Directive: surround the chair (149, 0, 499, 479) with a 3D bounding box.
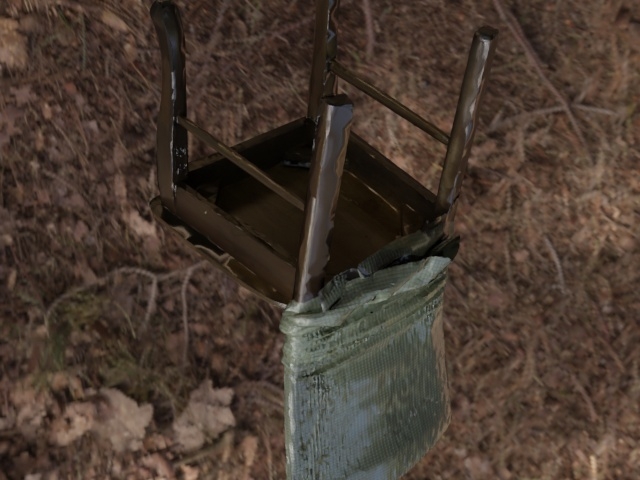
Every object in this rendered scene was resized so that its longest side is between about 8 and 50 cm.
[{"bbox_3d":[0.000,0.000,0.670,0.160,0.186,0.319,-27,138,-33],"label":"chair"}]
